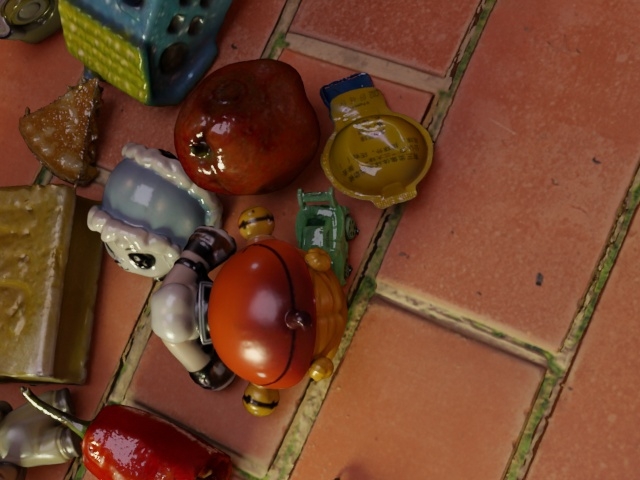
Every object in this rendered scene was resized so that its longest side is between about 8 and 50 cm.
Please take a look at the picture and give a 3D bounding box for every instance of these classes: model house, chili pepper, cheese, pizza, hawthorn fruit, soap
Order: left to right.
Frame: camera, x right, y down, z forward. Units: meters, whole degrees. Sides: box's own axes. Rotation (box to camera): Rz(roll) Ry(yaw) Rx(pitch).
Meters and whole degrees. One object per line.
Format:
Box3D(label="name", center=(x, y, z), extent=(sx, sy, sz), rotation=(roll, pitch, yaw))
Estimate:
Box3D(label="soap", center=(-0.527, 0.077, 1.872), extent=(0.293, 0.156, 0.335), rotation=(1, 77, 18))
Box3D(label="pizza", center=(-0.434, -0.209, 1.948), extent=(0.188, 0.062, 0.199), rotation=(46, 112, 14))
Box3D(label="chili pepper", center=(-0.304, 0.323, 1.718), extent=(0.338, 0.131, 0.135), rotation=(19, 108, 22))
Box3D(label="model house", center=(-0.308, -0.388, 1.887), extent=(0.237, 0.215, 0.303), rotation=(35, 120, 28))
Box3D(label="hawthorn fruit", center=(-0.128, -0.169, 1.705), extent=(0.224, 0.260, 0.224), rotation=(18, 119, 34))
Box3D(label="cheese", center=(0.078, -0.161, 1.721), extent=(0.176, 0.069, 0.270), rotation=(-20, 57, -2))

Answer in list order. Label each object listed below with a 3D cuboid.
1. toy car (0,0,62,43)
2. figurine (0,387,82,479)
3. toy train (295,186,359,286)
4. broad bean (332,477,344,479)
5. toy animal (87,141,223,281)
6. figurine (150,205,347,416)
Box3D(label="toy car", center=(-0.493, -0.546, 2.019), extent=(0.336, 0.226, 0.242), rotation=(-42, 76, 28))
Box3D(label="figurine", center=(-0.580, 0.347, 1.804), extent=(0.380, 0.203, 0.248), rotation=(-17, 84, 3))
Box3D(label="toy train", center=(0.000, 0.000, 1.709), extent=(0.099, 0.081, 0.149), rotation=(-1, 75, 22))
Box3D(label="broad bean", center=(-0.034, 0.491, 1.607), extent=(0.292, 0.049, 0.144), rotation=(-44, 57, 3))
Box3D(label="toy animal", center=(-0.282, -0.048, 1.802), extent=(0.208, 0.156, 0.204), rotation=(26, 83, 30))
Box3D(label="figurine", center=(-0.096, 0.108, 1.636), extent=(0.323, 0.196, 0.320), rotation=(-3, 91, 38))
